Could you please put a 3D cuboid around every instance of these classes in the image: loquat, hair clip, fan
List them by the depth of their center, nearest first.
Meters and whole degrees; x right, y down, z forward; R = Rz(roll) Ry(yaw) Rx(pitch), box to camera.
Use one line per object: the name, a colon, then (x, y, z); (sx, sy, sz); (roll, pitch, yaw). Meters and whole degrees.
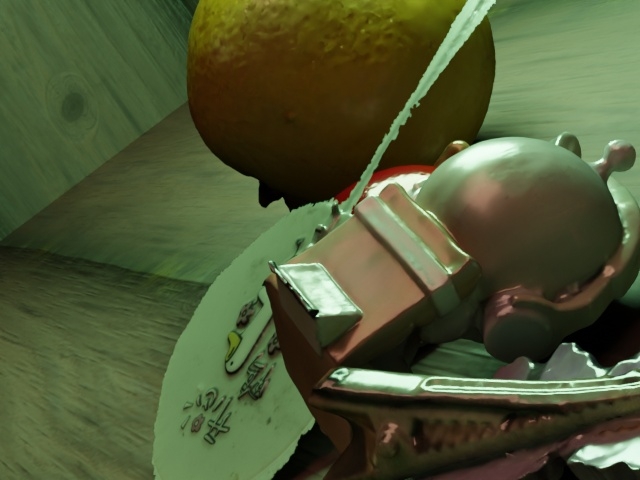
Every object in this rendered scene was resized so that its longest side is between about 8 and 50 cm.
hair clip: (0.114, 0.081, 0.749); (0.292, 0.084, 0.106); (-14, 19, 41)
fan: (-0.001, 0.000, 1.061); (0.415, 0.012, 0.233); (-59, 30, -5)
loquat: (0.019, -0.139, 1.329); (0.275, 0.275, 0.275); (-32, 15, 9)

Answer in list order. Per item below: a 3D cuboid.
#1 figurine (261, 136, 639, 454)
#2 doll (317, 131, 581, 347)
figurine: (0.088, 0.023, 0.901); (0.236, 0.141, 0.162); (-32, 39, -12)
doll: (0.071, 0.005, 1.071); (0.217, 0.085, 0.183); (-11, 40, 32)
